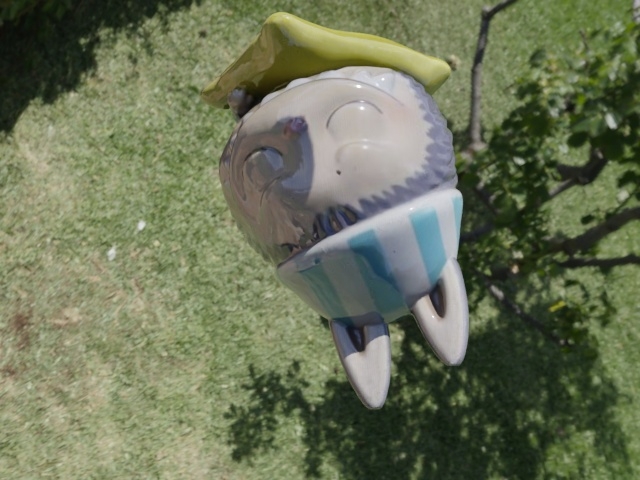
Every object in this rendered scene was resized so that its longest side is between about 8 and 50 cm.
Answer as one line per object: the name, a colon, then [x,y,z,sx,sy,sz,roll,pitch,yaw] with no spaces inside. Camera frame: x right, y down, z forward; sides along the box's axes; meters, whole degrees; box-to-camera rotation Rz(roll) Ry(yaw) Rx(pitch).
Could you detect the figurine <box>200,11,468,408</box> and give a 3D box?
figurine: [0.000,0.000,0.833,0.266,0.361,0.378,1,72,-16]
